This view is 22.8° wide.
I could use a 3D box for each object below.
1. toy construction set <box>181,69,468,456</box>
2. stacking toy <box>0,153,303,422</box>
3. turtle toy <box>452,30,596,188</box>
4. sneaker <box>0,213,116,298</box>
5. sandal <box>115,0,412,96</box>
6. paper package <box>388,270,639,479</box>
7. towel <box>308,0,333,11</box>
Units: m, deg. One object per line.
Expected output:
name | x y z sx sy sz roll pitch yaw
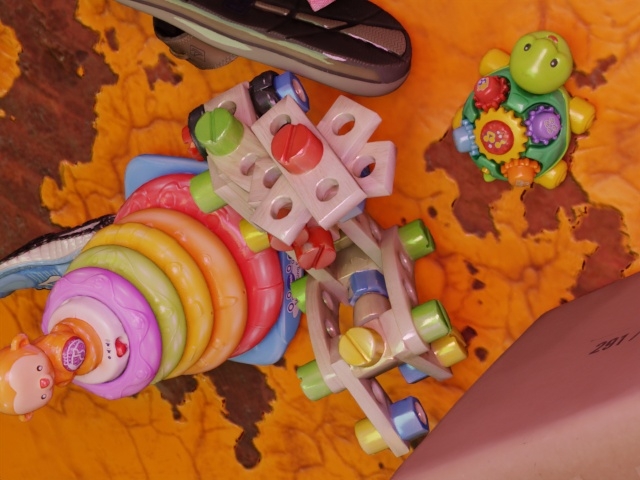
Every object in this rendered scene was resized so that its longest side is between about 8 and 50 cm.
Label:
toy construction set | 0.000 0.000 1.134 0.151 0.215 0.328 -17 145 5
stacking toy | -0.153 0.057 1.220 0.165 0.302 0.175 12 114 27
turtle toy | 0.143 -0.093 1.129 0.095 0.066 0.130 33 123 15
sneaker | -0.233 0.033 1.407 0.162 0.063 0.073 -15 105 34
sandal | -0.075 -0.167 1.204 0.303 0.120 0.086 28 135 18
paper package | 0.248 0.115 1.003 0.325 0.309 0.168 -28 96 36
towel | 0.031 -0.228 1.058 0.144 0.197 0.029 -17 66 11
